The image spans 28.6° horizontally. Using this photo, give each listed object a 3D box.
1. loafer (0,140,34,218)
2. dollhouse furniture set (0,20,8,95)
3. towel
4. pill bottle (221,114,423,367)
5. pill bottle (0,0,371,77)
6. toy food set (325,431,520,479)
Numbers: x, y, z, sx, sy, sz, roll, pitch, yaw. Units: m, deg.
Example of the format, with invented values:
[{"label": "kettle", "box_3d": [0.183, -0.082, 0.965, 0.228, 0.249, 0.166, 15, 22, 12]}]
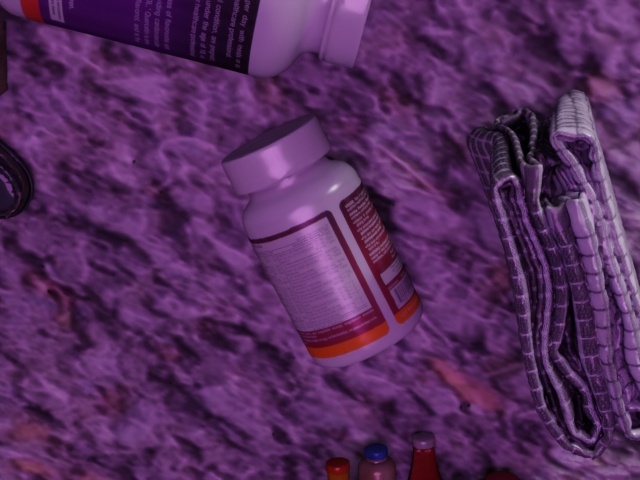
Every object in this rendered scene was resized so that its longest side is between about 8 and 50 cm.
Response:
[{"label": "loafer", "box_3d": [-0.408, -0.092, 1.209, 0.267, 0.084, 0.096, 30, 105, -6]}, {"label": "dollhouse furniture set", "box_3d": [-0.454, -0.262, 1.106, 0.303, 0.198, 0.286, 3, 106, 2]}, {"label": "towel", "box_3d": [0.219, 0.022, 1.135, 0.121, 0.235, 0.283, -15, 104, 13]}, {"label": "pill bottle", "box_3d": [0.000, 0.000, 1.196, 0.121, 0.121, 0.221, -25, 102, 9]}, {"label": "pill bottle", "box_3d": [-0.112, -0.250, 1.100, 0.323, 0.181, 0.181, 15, 106, -1]}, {"label": "toy food set", "box_3d": [0.119, 0.256, 1.267, 0.232, 0.111, 0.104, -2, 106, 6]}]
